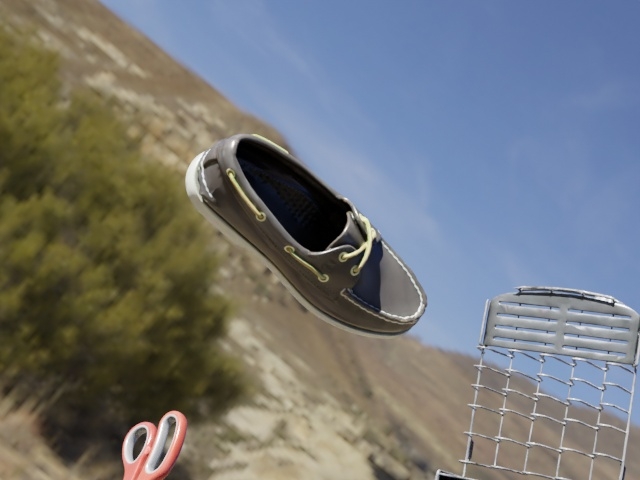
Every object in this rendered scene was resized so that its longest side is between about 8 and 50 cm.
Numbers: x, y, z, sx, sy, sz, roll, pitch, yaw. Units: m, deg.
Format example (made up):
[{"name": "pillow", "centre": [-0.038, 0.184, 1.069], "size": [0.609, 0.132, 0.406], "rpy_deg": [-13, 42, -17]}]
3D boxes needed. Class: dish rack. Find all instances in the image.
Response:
[{"name": "dish rack", "centre": [0.251, 0.184, 1.550], "size": [0.208, 0.272, 0.074], "rpy_deg": [6, -11, 24]}]

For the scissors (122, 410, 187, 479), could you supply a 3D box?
[{"name": "scissors", "centre": [-0.252, 0.353, 1.802], "size": [0.109, 0.297, 0.021], "rpy_deg": [-10, -43, 37]}]

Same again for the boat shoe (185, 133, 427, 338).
[{"name": "boat shoe", "centre": [0.000, 0.000, 1.095], "size": [0.227, 0.081, 0.068], "rpy_deg": [36, -31, -16]}]
